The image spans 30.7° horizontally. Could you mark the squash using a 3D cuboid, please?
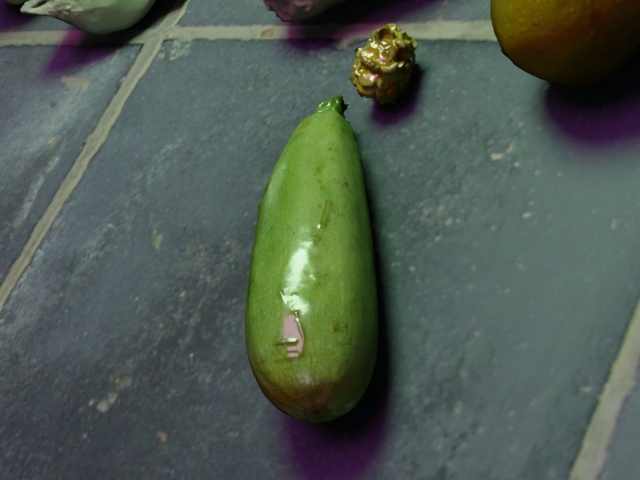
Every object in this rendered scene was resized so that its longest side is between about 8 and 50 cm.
[{"bbox_3d":[-0.008,0.000,1.070,0.118,0.118,0.371,-22,46,24],"label":"squash"}]

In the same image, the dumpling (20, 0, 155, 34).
[{"bbox_3d":[-0.293,-0.351,1.582,0.215,0.126,0.166,-32,27,19],"label":"dumpling"}]

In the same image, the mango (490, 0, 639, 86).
[{"bbox_3d":[0.262,-0.291,1.034,0.176,0.175,0.330,13,71,29],"label":"mango"}]

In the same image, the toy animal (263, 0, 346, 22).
[{"bbox_3d":[0.069,-0.398,1.271,0.358,0.188,0.227,-20,53,25],"label":"toy animal"}]

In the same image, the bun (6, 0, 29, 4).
[{"bbox_3d":[-0.439,-0.462,1.763,0.244,0.153,0.244,-43,27,28],"label":"bun"}]

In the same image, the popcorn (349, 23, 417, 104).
[{"bbox_3d":[0.066,-0.181,1.185,0.057,0.083,0.082,21,47,19],"label":"popcorn"}]
